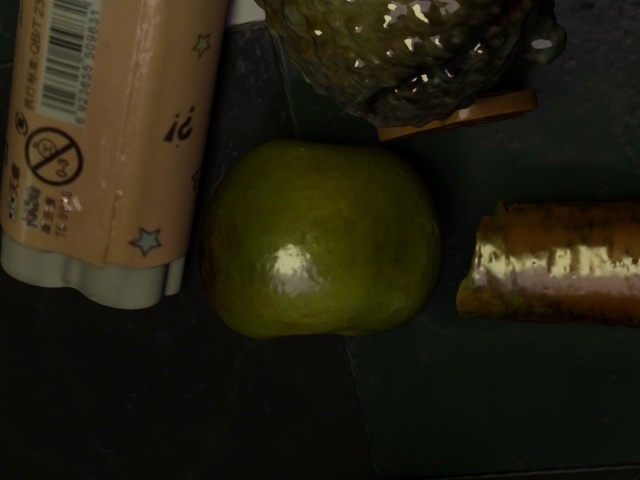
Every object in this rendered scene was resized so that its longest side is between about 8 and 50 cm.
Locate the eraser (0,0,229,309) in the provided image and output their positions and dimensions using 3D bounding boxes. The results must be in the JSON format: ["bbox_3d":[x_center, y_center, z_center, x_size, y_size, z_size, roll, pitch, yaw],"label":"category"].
[{"bbox_3d":[-0.180,-0.094,1.138,0.171,0.087,0.291,16,118,7],"label":"eraser"}]

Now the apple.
[{"bbox_3d":[0.000,0.000,1.091,0.196,0.196,0.157,2,90,11],"label":"apple"}]

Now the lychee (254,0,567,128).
[{"bbox_3d":[0.053,-0.209,0.932,0.274,0.255,0.255,34,118,-1],"label":"lychee"}]

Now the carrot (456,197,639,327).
[{"bbox_3d":[0.262,0.018,1.085,0.301,0.114,0.114,2,117,14],"label":"carrot"}]

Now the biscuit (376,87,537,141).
[{"bbox_3d":[0.109,-0.099,1.064,0.140,0.118,0.023,-10,91,51],"label":"biscuit"}]
